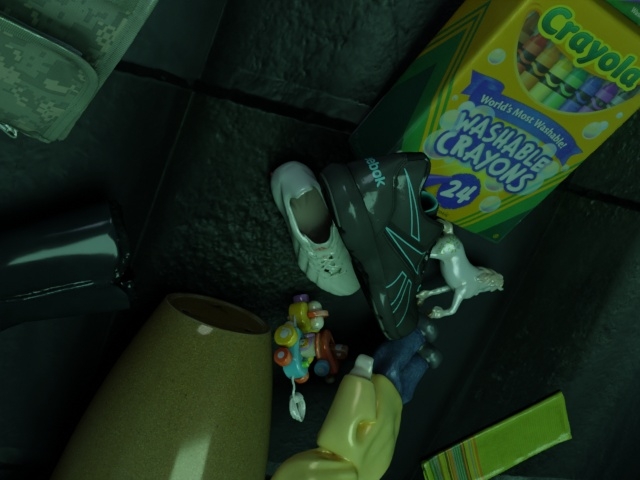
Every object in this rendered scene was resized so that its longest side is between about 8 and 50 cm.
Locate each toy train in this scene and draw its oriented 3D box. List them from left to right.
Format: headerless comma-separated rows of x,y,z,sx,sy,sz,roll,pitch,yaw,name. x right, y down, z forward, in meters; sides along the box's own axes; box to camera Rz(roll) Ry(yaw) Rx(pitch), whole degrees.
-0.002,0.128,0.959,0.046,0.166,0.125,-15,103,17,toy train

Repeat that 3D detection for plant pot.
-0.147,0.195,0.904,0.237,0.237,0.254,15,100,-29,plant pot

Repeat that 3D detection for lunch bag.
-0.246,-0.224,0.627,0.235,0.169,0.287,26,112,-29,lunch bag

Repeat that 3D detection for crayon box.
0.207,-0.157,0.857,0.203,0.083,0.323,22,124,-31,crayon box

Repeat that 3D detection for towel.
0.264,0.312,1.252,0.237,0.021,0.102,-25,127,-7,towel

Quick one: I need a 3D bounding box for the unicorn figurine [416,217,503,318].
0.160,0.041,1.019,0.111,0.060,0.162,-30,127,-2,unicorn figurine

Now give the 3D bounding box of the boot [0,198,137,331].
-0.289,-0.011,0.780,0.207,0.094,0.246,-15,131,-9,boot

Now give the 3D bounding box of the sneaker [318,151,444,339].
0.082,0.012,0.865,0.106,0.101,0.267,-24,141,-1,sneaker

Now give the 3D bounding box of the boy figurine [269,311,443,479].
0.045,0.214,0.969,0.285,0.092,0.177,-52,146,-29,boy figurine

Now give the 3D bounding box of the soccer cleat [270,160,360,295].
0.000,0.000,0.918,0.068,0.076,0.196,-30,127,-3,soccer cleat
